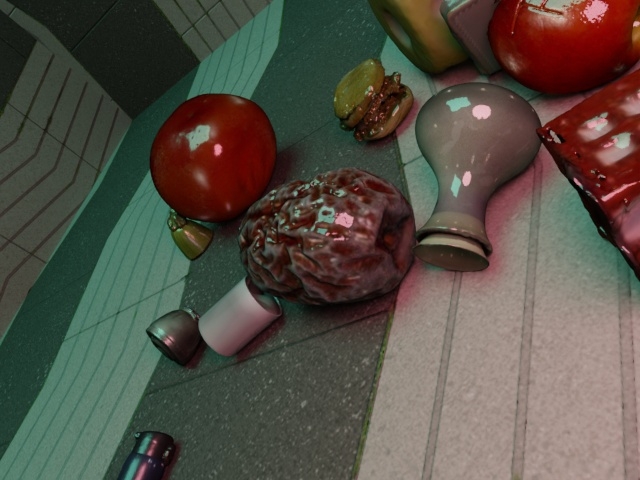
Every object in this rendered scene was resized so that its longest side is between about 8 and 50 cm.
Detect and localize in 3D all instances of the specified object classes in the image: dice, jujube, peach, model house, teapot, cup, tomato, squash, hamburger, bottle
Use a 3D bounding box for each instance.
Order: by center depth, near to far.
[{"bbox_3d":[0.378,-0.091,0.531,0.254,0.196,0.160,-37,31,18],"label":"model house"},{"bbox_3d":[0.211,-0.088,0.781,0.183,0.183,0.251,-6,63,49],"label":"teapot"},{"bbox_3d":[0.362,-0.324,0.811,0.190,0.196,0.226,-41,39,-23],"label":"peach"},{"bbox_3d":[0.000,0.000,0.888,0.317,0.226,0.226,-4,52,47],"label":"jujube"},{"bbox_3d":[-0.326,0.450,0.936,0.082,0.072,0.244,9,55,12],"label":"bottle"},{"bbox_3d":[-0.143,0.145,1.044,0.133,0.136,0.099,-42,65,11],"label":"cup"},{"bbox_3d":[0.243,-0.492,1.083,0.233,0.227,0.238,-40,18,6],"label":"dice"},{"bbox_3d":[0.106,-0.283,1.165,0.185,0.131,0.159,-28,45,42],"label":"hamburger"},{"bbox_3d":[-0.295,0.204,1.172,0.111,0.149,0.108,33,63,22],"label":"teapot"},{"bbox_3d":[-0.265,-0.209,1.383,0.293,0.290,0.325,16,63,34],"label":"tomato"},{"bbox_3d":[-0.367,-0.025,1.460,0.105,0.132,0.105,-31,34,24],"label":"squash"}]

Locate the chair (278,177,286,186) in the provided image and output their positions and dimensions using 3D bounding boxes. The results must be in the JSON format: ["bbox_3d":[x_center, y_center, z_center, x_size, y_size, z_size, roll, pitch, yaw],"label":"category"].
[{"bbox_3d":[-0.092,-0.106,1.297,0.042,0.037,0.086,-32,29,45],"label":"chair"}]

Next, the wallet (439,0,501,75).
[{"bbox_3d":[0.374,-0.419,0.864,0.360,0.252,0.083,-30,61,28],"label":"wallet"}]
